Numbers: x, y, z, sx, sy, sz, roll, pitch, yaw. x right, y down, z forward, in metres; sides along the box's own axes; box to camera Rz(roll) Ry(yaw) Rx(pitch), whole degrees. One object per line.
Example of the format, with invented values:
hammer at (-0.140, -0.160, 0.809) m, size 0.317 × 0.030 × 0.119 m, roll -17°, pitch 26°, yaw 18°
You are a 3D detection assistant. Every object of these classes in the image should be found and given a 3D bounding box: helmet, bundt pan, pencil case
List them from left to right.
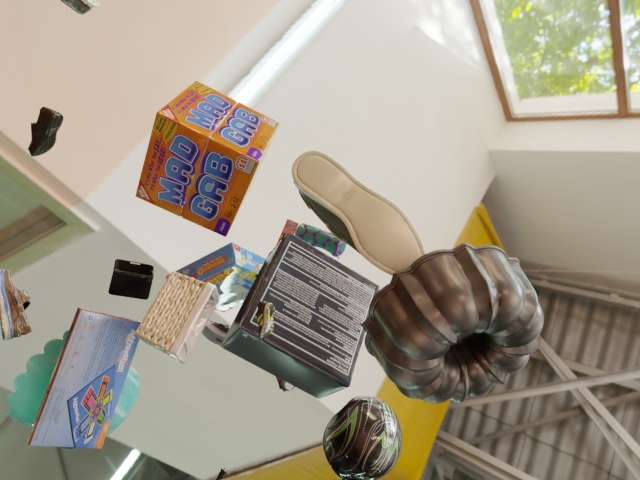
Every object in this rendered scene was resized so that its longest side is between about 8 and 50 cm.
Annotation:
pencil case at (0.000, 0.000, 1.369) m, size 0.152 × 0.064 × 0.070 m, roll 19°, pitch -99°, yaw 21°
helmet at (0.102, 0.437, 0.997) m, size 0.161 × 0.169 × 0.169 m, roll -48°, pitch -145°, yaw 17°
bundt pan at (0.248, 0.173, 0.805) m, size 0.331 × 0.331 × 0.124 m, roll -31°, pitch -144°, yaw 9°

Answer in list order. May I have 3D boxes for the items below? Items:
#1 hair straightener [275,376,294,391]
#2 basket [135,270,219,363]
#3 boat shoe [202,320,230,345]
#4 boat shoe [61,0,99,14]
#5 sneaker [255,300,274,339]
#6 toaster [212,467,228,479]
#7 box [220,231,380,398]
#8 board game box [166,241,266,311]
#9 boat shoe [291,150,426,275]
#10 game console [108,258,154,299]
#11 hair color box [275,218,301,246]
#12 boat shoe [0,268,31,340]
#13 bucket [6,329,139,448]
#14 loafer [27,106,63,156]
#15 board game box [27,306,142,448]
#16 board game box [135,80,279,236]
hair straightener at (-0.132, 0.416, 1.529) m, size 0.089 × 0.047 × 0.230 m, roll -36°, pitch -141°, yaw 2°
basket at (-0.305, 0.163, 0.970) m, size 0.103 × 0.113 × 0.167 m, roll 24°, pitch -115°, yaw 3°
boat shoe at (-0.378, 0.353, 1.735) m, size 0.229 × 0.080 × 0.076 m, roll 15°, pitch -146°, yaw 34°
boat shoe at (-0.625, -0.599, 0.931) m, size 0.097 × 0.324 × 0.116 m, roll -38°, pitch -146°, yaw 16°
sneaker at (-0.114, 0.159, 0.907) m, size 0.035 × 0.031 × 0.083 m, roll 23°, pitch -71°, yaw 33°
toaster at (-0.215, 0.662, 1.026) m, size 0.147 × 0.129 × 0.227 m, roll 8°, pitch -125°, yaw 27°
box at (-0.046, 0.193, 1.144) m, size 0.183 × 0.296 × 0.294 m, roll -47°, pitch -166°, yaw 50°
board game box at (-0.344, 0.147, 1.659) m, size 0.308 × 0.302 × 0.086 m, roll -26°, pitch -119°, yaw 20°
boat shoe at (0.070, -0.043, 0.838) m, size 0.305 × 0.091 × 0.109 m, roll 44°, pitch -99°, yaw 8°
game console at (-0.610, 0.124, 1.453) m, size 0.071 × 0.122 × 0.107 m, roll -64°, pitch -151°, yaw 24°
hair color box at (-0.135, 0.001, 1.755) m, size 0.093 × 0.053 × 0.167 m, roll -8°, pitch 123°, yaw -87°
boat shoe at (-0.741, 0.152, 1.087) m, size 0.066 × 0.066 × 0.183 m, roll -42°, pitch -118°, yaw 43°
bucket at (-0.632, 0.387, 1.174) m, size 0.281 × 0.183 × 0.281 m, roll -17°, pitch -141°, yaw 14°
loafer at (-1.025, -0.404, 1.658) m, size 0.220 × 0.078 × 0.080 m, roll -46°, pitch -176°, yaw 23°
board game box at (-0.498, 0.298, 0.969) m, size 0.027 × 0.145 × 0.281 m, roll 2°, pitch -107°, yaw 52°
board game box at (-0.410, -0.307, 1.676) m, size 0.356 × 0.356 × 0.356 m, roll -59°, pitch -169°, yaw 35°
